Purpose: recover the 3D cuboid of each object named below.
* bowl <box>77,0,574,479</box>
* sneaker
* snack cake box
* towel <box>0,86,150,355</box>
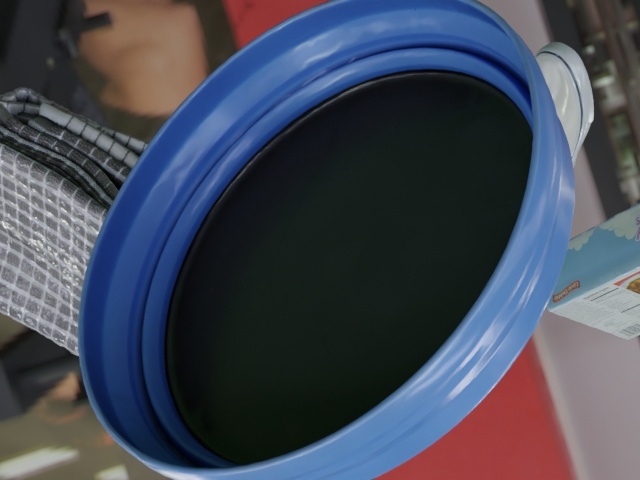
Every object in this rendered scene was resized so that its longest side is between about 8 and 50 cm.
[{"bbox_3d":[0.000,0.000,1.105,0.391,0.391,0.077,-18,139,31],"label":"bowl"},{"bbox_3d":[0.278,-0.122,1.988,0.094,0.258,0.091,28,-137,33],"label":"sneaker"},{"bbox_3d":[0.423,0.024,1.966,0.152,0.089,0.264,21,145,-32],"label":"snack cake box"},{"bbox_3d":[-0.208,0.007,1.498,0.121,0.283,0.235,-51,161,-38],"label":"towel"}]
